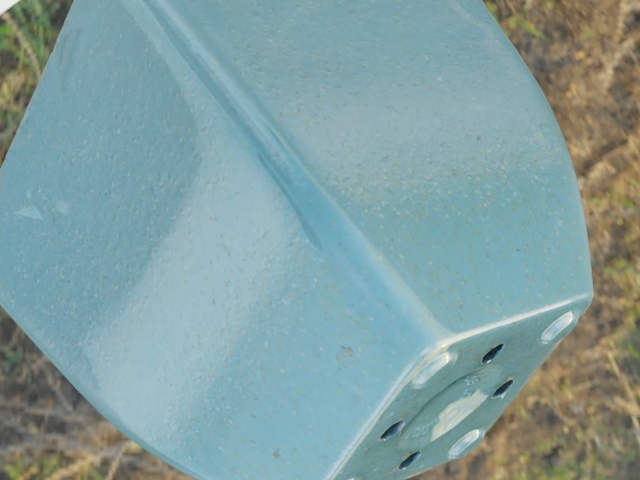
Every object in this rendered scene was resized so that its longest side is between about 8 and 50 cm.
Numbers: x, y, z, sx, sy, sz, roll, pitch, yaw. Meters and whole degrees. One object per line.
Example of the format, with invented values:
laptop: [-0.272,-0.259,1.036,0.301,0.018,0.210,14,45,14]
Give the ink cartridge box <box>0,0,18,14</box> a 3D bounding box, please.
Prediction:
ink cartridge box: [-0.194,-0.127,0.512,0.239,0.275,0.060,-41,136,-17]

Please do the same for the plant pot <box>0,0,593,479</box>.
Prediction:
plant pot: [0.000,0.000,0.857,0.248,0.252,0.247,-14,145,-44]
